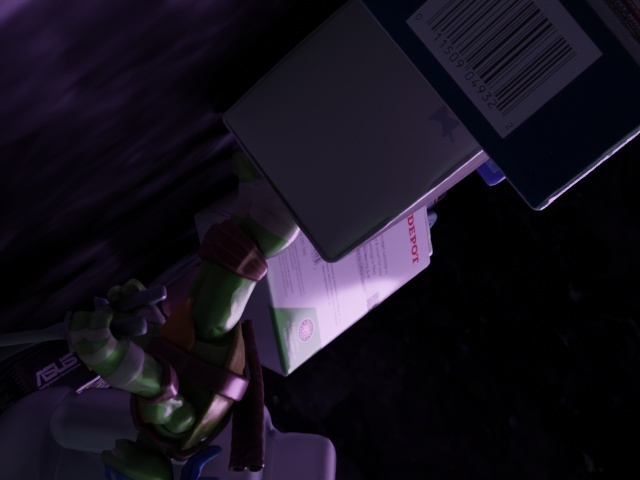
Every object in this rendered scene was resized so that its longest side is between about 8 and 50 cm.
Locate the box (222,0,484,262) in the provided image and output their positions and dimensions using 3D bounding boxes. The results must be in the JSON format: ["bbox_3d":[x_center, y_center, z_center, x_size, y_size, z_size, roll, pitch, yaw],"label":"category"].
[{"bbox_3d":[0.062,-0.096,0.856,0.149,0.126,0.232,-38,176,25],"label":"box"}]

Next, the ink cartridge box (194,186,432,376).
[{"bbox_3d":[0.000,0.000,1.173,0.093,0.160,0.219,21,-137,39],"label":"ink cartridge box"}]

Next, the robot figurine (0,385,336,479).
[{"bbox_3d":[-0.165,0.237,1.098,0.299,0.354,0.199,93,1,-48],"label":"robot figurine"}]

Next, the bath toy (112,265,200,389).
[{"bbox_3d":[-0.099,0.055,1.284,0.348,0.129,0.151,-37,163,-37],"label":"bath toy"}]

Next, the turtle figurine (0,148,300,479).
[{"bbox_3d":[-0.135,0.038,0.898,0.266,0.275,0.198,-56,156,-7],"label":"turtle figurine"}]

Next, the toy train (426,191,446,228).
[{"bbox_3d":[0.040,-0.022,1.745,0.334,0.142,0.190,-35,164,-8],"label":"toy train"}]

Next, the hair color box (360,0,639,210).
[{"bbox_3d":[0.164,-0.149,0.790,0.105,0.174,0.347,-40,176,27],"label":"hair color box"}]

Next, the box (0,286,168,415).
[{"bbox_3d":[-0.308,0.174,1.329,0.270,0.060,0.216,-40,175,38],"label":"box"}]

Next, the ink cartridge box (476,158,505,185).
[{"bbox_3d":[0.268,-0.214,1.182,0.270,0.151,0.395,-41,177,40],"label":"ink cartridge box"}]
